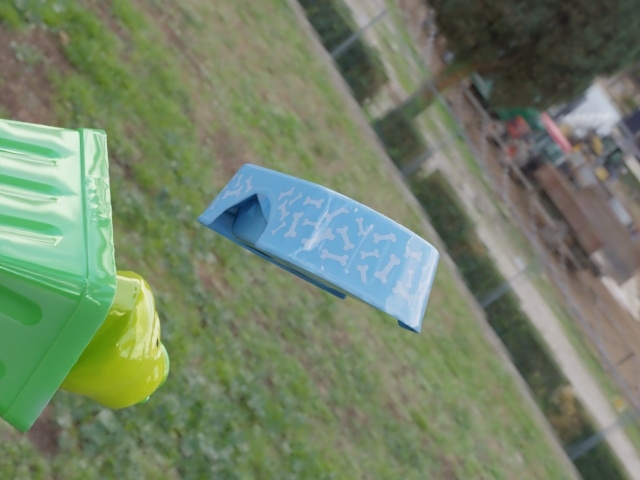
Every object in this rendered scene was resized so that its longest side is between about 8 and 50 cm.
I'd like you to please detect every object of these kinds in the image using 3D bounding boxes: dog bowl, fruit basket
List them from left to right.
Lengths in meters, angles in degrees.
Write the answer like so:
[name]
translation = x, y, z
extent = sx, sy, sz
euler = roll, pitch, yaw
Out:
[fruit basket]
translation = -0.310, 0.062, 1.676
extent = 0.392, 0.283, 0.392
euler = 29, 27, -17
[dog bowl]
translation = 0.000, 0.000, 1.224
extent = 0.166, 0.074, 0.297
euler = 30, -3, -27
